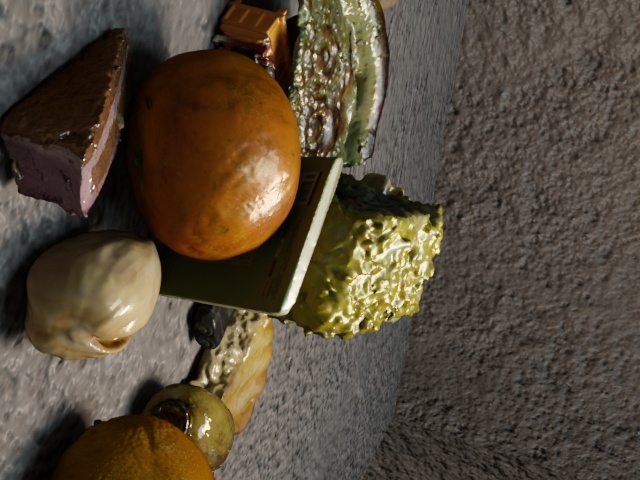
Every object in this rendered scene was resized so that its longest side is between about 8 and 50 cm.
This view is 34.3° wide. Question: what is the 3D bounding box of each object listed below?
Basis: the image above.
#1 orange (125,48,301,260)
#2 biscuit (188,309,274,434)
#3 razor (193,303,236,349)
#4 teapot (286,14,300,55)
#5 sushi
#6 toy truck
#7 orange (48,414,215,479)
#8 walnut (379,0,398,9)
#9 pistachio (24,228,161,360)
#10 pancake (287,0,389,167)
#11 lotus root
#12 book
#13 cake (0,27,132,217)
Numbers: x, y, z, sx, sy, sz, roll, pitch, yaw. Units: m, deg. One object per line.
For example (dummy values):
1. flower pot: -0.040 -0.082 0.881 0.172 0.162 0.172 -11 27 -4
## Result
1. orange: -0.142 -0.113 1.393 0.284 0.226 0.284 176 -90 -73
2. biscuit: -0.176 0.267 2.003 0.274 0.091 0.213 -61 158 -45
3. razor: -0.183 0.120 1.889 0.090 0.054 0.148 91 20 -45
4. teapot: -0.042 -0.303 1.857 0.252 0.135 0.178 105 -26 -71
5. sushi: 0.000 0.000 1.777 0.351 0.396 0.240 -5 112 -53
6. toy truck: -0.101 -0.257 1.696 0.135 0.114 0.270 -59 157 -30
7. orange: -0.272 0.379 1.484 0.264 0.264 0.264 16 90 -75
8. walnut: 0.094 -0.550 1.994 0.178 0.178 0.230 -55 145 -50
9. pistachio: -0.286 0.064 1.322 0.229 0.157 0.157 -56 157 -64
10. pancake: 0.030 -0.299 1.703 0.305 0.067 0.427 -29 129 -53
11. lotus root: -0.222 0.334 1.794 0.278 0.154 0.154 66 42 -60
12. book: -0.115 -0.015 1.537 0.035 0.352 0.239 29 74 -35
13. cake: -0.284 -0.149 1.232 0.295 0.112 0.116 -76 174 -53
